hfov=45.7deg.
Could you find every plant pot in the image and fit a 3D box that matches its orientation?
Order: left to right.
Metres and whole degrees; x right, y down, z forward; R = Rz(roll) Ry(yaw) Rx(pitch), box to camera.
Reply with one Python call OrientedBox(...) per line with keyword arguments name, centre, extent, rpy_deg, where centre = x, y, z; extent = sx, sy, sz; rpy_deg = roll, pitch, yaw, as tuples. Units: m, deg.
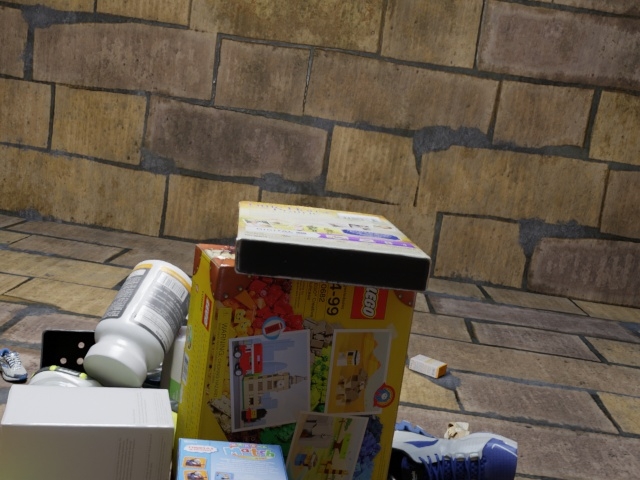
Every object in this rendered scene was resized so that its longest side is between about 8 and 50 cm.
OrientedBox(name="plant pot", centre=(-0.563, 0.295, 1.787), extent=(0.187, 0.188, 0.167), rpy_deg=(4, 0, -20))

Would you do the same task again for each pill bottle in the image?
OrientedBox(name="pill bottle", centre=(-0.399, 0.189, 1.680), extent=(0.162, 0.162, 0.278), rpy_deg=(11, 45, 12))

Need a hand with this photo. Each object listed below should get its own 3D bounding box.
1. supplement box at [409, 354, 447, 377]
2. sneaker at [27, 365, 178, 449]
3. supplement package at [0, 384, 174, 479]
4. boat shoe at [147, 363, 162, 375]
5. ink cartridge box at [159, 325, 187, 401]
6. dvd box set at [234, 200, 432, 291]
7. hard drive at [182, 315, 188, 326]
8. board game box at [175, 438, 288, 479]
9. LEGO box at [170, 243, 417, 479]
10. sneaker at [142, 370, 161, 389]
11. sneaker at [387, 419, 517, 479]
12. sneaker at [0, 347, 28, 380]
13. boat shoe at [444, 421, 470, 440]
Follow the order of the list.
OrientedBox(name="supplement box", centre=(0.332, 0.388, 2.340), extent=(0.098, 0.036, 0.062), rpy_deg=(16, 13, 33))
OrientedBox(name="sneaker", centre=(-0.430, 0.389, 1.577), extent=(0.384, 0.145, 0.147), rpy_deg=(15, 46, -6))
OrientedBox(name="supplement package", centre=(-0.430, 0.381, 1.400), extent=(0.293, 0.178, 0.175), rpy_deg=(6, 11, -17))
OrientedBox(name="boat shoe", centre=(-0.437, 0.304, 1.994), extent=(0.277, 0.096, 0.098), rpy_deg=(1, 22, -24))
OrientedBox(name="ink cartridge box", centre=(-0.239, 0.317, 1.833), extent=(0.272, 0.198, 0.115), rpy_deg=(4, 10, -23))
OrientedBox(name="dvd box set", centre=(0.000, 0.000, 1.357), extent=(0.307, 0.062, 0.420), rpy_deg=(6, 10, -7))
OrientedBox(name="hard drive", centre=(-0.351, 0.253, 2.464), extent=(0.339, 0.064, 0.237), rpy_deg=(8, 11, -6))
OrientedBox(name="board game box", centre=(-0.126, 0.348, 1.082), extent=(0.160, 0.039, 0.211), rpy_deg=(7, 10, -10))
OrientedBox(name="LEGO box", centre=(-0.057, 0.273, 1.397), extent=(0.372, 0.500, 0.193), rpy_deg=(3, 11, -21))
OrientedBox(name="sneaker", centre=(-0.350, 0.318, 1.939), extent=(0.227, 0.130, 0.087), rpy_deg=(-2, 13, -36))
OrientedBox(name="sneaker", centre=(0.247, 0.482, 1.596), extent=(0.315, 0.127, 0.182), rpy_deg=(5, 13, 18))
OrientedBox(name="sneaker", centre=(-0.763, 0.305, 1.872), extent=(0.135, 0.058, 0.052), rpy_deg=(19, 15, 41))
OrientedBox(name="boat shoe", centre=(0.326, 0.476, 1.821), extent=(0.059, 0.063, 0.170), rpy_deg=(7, 1, 9))
